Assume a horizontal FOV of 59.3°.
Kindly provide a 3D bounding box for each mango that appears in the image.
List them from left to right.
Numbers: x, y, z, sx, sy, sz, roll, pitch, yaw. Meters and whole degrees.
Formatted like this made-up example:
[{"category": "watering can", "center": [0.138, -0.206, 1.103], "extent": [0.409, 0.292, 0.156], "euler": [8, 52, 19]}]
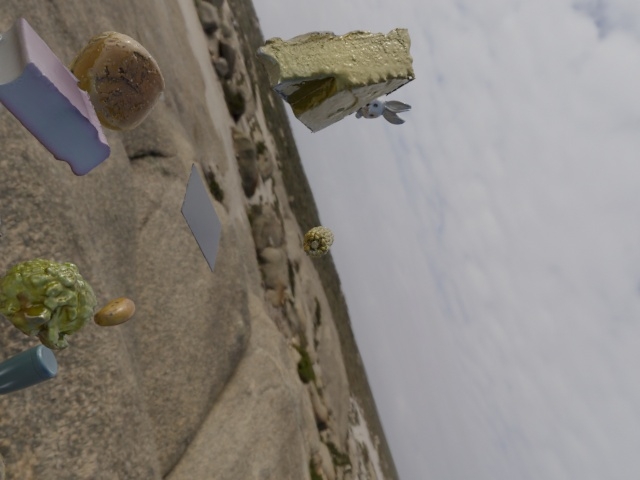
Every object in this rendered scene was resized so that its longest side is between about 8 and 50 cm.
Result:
[{"category": "mango", "center": [-0.766, 0.271, 2.112], "extent": [0.178, 0.115, 0.090], "euler": [-52, 138, -76]}]

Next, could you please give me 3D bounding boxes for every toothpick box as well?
[{"category": "toothpick box", "center": [-0.977, 0.427, 1.844], "extent": [0.120, 0.184, 0.120], "euler": [158, -90, -82]}]

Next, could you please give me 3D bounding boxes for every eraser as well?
[{"category": "eraser", "center": [-0.653, -0.349, 1.345], "extent": [0.359, 0.122, 0.272], "euler": [50, -4, 44]}]

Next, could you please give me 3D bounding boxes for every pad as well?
[{"category": "pad", "center": [-0.367, -0.066, 1.758], "extent": [0.300, 0.005, 0.202], "euler": [76, 13, -51]}]

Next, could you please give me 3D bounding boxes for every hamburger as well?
[{"category": "hamburger", "center": [-0.686, -0.533, 1.902], "extent": [0.174, 0.304, 0.284], "euler": [33, -5, 43]}]

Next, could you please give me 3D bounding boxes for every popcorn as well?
[{"category": "popcorn", "center": [-0.726, 0.174, 1.497], "extent": [0.237, 0.206, 0.251], "euler": [-2, 93, -67]}]

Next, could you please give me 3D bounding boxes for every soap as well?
[{"category": "soap", "center": [0.059, -0.430, 1.337], "extent": [0.169, 0.338, 0.304], "euler": [66, 13, 12]}]

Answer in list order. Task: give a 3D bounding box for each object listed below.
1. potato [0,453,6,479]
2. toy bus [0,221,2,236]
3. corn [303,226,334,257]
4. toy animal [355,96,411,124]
[{"category": "potato", "center": [-0.839, 0.581, 1.366], "extent": [0.164, 0.081, 0.200], "euler": [30, 30, -44]}, {"category": "toy bus", "center": [-0.887, -0.115, 1.387], "extent": [0.133, 0.116, 0.234], "euler": [97, -25, -78]}, {"category": "corn", "center": [0.000, 0.000, 1.983], "extent": [0.291, 0.101, 0.101], "euler": [-25, 96, -80]}, {"category": "toy animal", "center": [0.223, -0.499, 2.136], "extent": [0.131, 0.221, 0.104], "euler": [-43, 152, -45]}]
